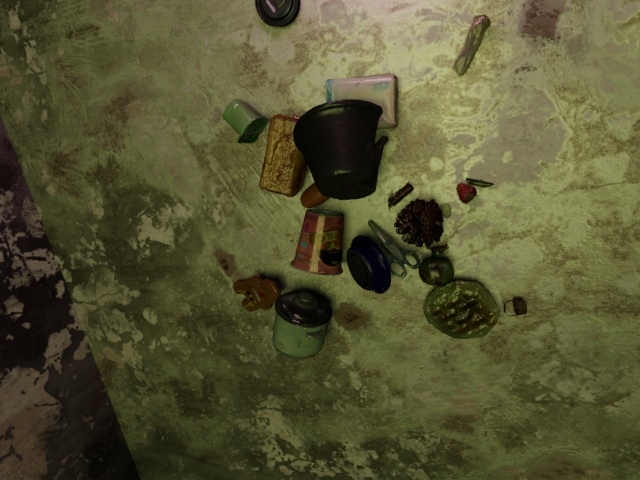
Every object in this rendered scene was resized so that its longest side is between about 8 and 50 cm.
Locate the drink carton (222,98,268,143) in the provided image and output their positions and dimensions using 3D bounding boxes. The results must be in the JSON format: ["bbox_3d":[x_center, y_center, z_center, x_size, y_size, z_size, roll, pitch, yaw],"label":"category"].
[{"bbox_3d":[-0.325,-0.512,1.768,0.142,0.146,0.144,47,115,8],"label":"drink carton"}]

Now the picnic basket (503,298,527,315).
[{"bbox_3d":[0.787,0.272,1.697,0.083,0.072,0.072,-10,105,7],"label":"picnic basket"}]

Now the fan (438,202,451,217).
[{"bbox_3d":[0.495,-0.126,1.698,0.080,0.003,0.060,22,112,10],"label":"fan"}]

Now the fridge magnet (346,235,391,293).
[{"bbox_3d":[0.198,0.105,1.752,0.113,0.265,0.265,-23,103,-21],"label":"fridge magnet"}]

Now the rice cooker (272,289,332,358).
[{"bbox_3d":[-0.089,0.371,1.913,0.317,0.264,0.316,13,105,60],"label":"rice cooker"}]

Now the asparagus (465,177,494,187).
[{"bbox_3d":[0.615,-0.221,1.614,0.108,0.025,0.021,12,153,12],"label":"asparagus"}]

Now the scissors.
[{"bbox_3d":[0.289,0.024,1.742,0.138,0.041,0.289,-32,68,-14],"label":"scissors"}]

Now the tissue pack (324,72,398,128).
[{"bbox_3d":[0.160,-0.527,1.611,0.271,0.124,0.201,1,111,17],"label":"tissue pack"}]

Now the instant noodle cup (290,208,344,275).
[{"bbox_3d":[0.000,0.000,1.793,0.244,0.244,0.254,11,103,14],"label":"instant noodle cup"}]

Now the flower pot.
[{"bbox_3d":[0.082,-0.299,1.534,0.380,0.379,0.251,-12,70,21],"label":"flower pot"}]

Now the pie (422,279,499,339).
[{"bbox_3d":[0.594,0.295,1.760,0.307,0.071,0.306,6,115,12],"label":"pie"}]

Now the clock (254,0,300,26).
[{"bbox_3d":[-0.165,-0.930,1.626,0.185,0.040,0.184,6,110,17],"label":"clock"}]

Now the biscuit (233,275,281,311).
[{"bbox_3d":[-0.308,0.257,2.014,0.295,0.044,0.186,-21,102,42],"label":"biscuit"}]

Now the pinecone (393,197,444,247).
[{"bbox_3d":[0.387,-0.066,1.654,0.208,0.208,0.207,5,109,16],"label":"pinecone"}]

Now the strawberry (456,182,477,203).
[{"bbox_3d":[0.566,-0.187,1.628,0.073,0.073,0.083,-50,52,25],"label":"strawberry"}]

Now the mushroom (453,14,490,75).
[{"bbox_3d":[0.533,-0.688,1.479,0.059,0.054,0.202,26,119,14],"label":"mushroom"}]

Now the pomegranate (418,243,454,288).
[{"bbox_3d":[0.474,0.107,1.711,0.149,0.148,0.169,-6,99,20],"label":"pomegranate"}]

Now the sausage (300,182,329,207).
[{"bbox_3d":[0.013,-0.216,1.776,0.238,0.098,0.098,-32,96,23],"label":"sausage"}]

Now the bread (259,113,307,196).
[{"bbox_3d":[-0.141,-0.353,1.752,0.195,0.149,0.343,16,112,-1],"label":"bread"}]

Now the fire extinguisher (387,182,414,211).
[{"bbox_3d":[0.322,-0.181,1.716,0.132,0.039,0.056,-41,59,25],"label":"fire extinguisher"}]
